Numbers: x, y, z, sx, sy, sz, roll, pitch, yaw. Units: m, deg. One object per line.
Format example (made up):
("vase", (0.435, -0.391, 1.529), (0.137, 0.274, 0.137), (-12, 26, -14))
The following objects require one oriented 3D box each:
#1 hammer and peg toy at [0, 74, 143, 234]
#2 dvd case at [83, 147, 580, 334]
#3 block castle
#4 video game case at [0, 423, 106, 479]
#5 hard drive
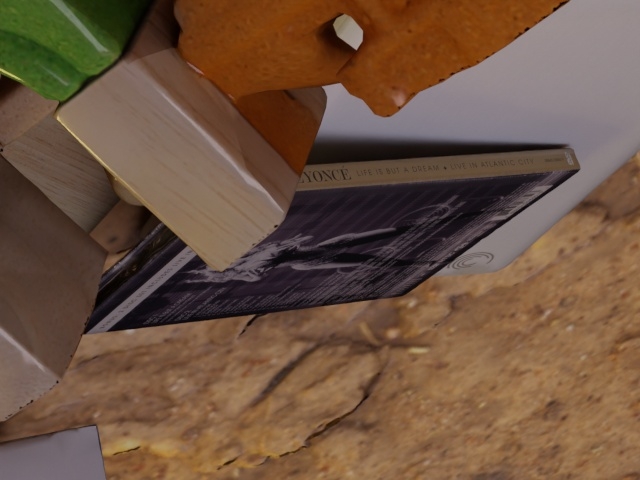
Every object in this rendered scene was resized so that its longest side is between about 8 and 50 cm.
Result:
("hammer and peg toy", (-0.247, -0.056, 0.826), (0.266, 0.127, 0.361), (-46, 135, 17))
("dvd case", (0.000, 0.000, 0.949), (0.221, 0.018, 0.164), (-6, 159, -37))
("block castle", (-0.090, -0.126, 0.514), (0.453, 0.303, 0.213), (-34, 112, 30))
("video game case", (-0.255, 0.162, 0.977), (0.244, 0.061, 0.269), (-10, 170, -21))
("hard drive", (0.072, -0.067, 0.939), (0.233, 0.047, 0.353), (-3, 157, -25))
